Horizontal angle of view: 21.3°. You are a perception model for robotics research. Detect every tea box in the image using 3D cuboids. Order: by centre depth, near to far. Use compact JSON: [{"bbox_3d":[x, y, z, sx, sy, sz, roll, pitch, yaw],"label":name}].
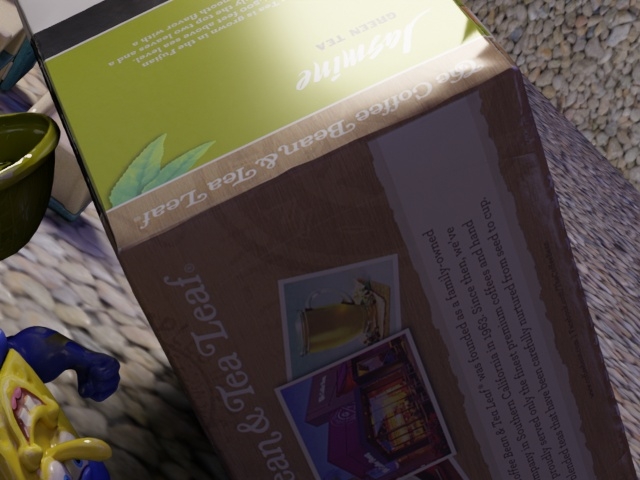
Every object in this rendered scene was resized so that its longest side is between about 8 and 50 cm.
[{"bbox_3d":[0.000,0.000,1.012,0.323,0.220,0.329,-119,-175,-52],"label":"tea box"}]

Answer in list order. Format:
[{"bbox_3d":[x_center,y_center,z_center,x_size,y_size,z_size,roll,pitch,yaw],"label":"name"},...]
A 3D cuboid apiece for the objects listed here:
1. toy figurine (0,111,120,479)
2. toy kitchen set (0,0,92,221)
[{"bbox_3d":[-0.188,0.095,0.836,0.217,0.191,0.362,62,10,-18],"label":"toy figurine"},{"bbox_3d":[-0.222,-0.113,1.366,0.166,0.122,0.207,36,36,-3],"label":"toy kitchen set"}]
